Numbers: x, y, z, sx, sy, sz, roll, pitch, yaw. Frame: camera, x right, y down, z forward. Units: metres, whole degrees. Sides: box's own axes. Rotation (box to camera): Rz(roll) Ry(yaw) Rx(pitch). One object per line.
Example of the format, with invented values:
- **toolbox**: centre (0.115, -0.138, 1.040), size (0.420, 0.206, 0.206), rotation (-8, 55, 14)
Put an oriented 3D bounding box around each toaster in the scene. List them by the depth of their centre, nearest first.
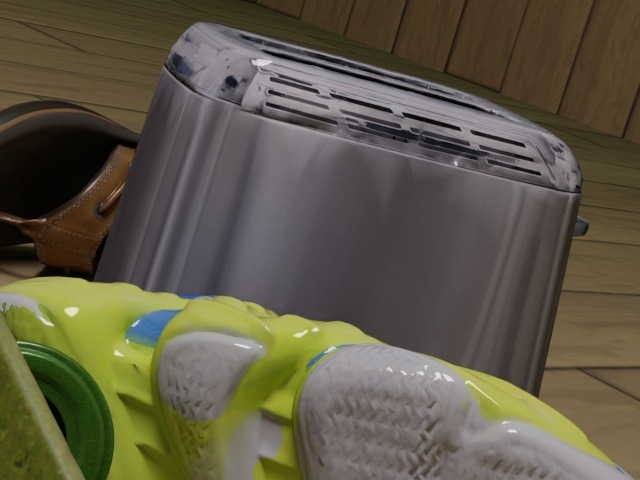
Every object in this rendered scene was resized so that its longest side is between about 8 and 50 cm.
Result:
- **toaster**: centre (0.000, 0.000, 0.630), size (0.227, 0.146, 0.129), rotation (13, 11, -18)

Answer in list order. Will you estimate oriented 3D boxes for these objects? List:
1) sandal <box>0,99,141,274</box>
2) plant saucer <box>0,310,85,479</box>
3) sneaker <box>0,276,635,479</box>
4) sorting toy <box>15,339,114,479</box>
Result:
- **sandal**: centre (-0.112, -0.012, 0.748), size (0.060, 0.090, 0.219), rotation (49, 20, 29)
- **plant saucer**: centre (-0.120, 0.065, 0.268), size (0.188, 0.045, 0.188), rotation (14, 29, -43)
- **sneaker**: centre (0.004, 0.060, 0.489), size (0.240, 0.091, 0.126), rotation (19, 11, 18)
- **sorting toy**: centre (-0.069, 0.077, 0.391), size (0.102, 0.061, 0.042), rotation (52, -19, 3)
